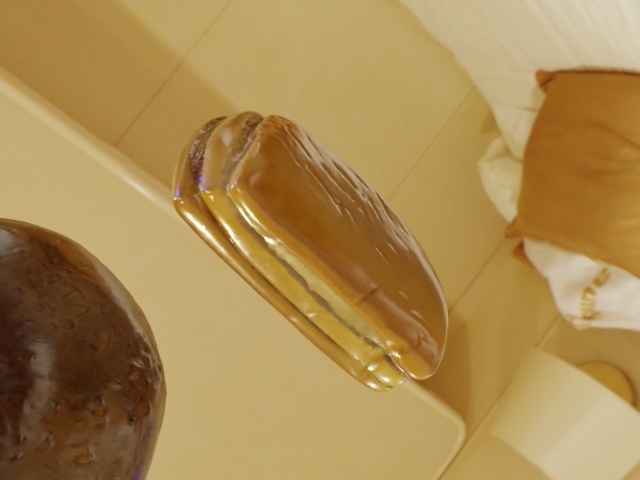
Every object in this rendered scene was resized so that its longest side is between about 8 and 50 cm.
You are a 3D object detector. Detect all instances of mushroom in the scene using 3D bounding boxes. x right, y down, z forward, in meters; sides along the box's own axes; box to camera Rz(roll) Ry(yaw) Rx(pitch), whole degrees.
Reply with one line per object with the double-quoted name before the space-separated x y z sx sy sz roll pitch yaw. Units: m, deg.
"mushroom" -0.302 0.144 0.603 0.345 0.345 0.239 38 177 -3

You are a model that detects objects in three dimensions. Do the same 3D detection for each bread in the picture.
"bread" 0.000 0.000 0.429 0.200 0.077 0.116 45 -148 -21
